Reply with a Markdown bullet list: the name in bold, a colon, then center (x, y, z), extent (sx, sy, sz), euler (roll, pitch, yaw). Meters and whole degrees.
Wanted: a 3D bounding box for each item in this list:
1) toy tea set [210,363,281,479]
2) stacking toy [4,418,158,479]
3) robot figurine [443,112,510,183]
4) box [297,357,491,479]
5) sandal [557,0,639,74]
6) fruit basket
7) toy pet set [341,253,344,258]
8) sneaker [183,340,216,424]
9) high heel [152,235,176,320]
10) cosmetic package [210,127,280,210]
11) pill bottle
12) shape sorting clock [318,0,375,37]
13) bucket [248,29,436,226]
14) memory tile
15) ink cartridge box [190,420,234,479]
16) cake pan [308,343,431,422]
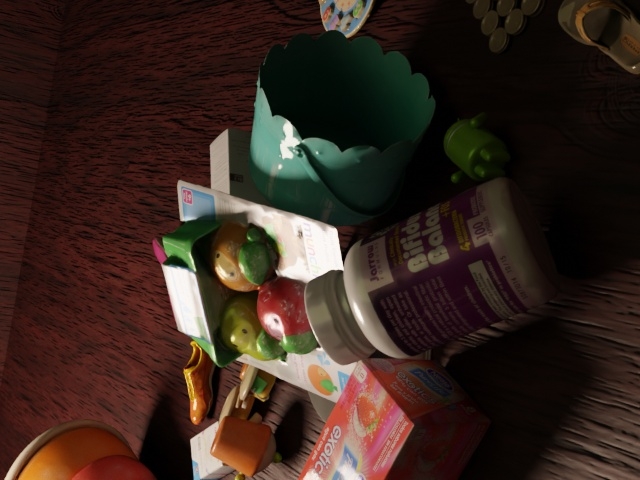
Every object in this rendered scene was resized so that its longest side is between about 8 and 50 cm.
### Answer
- **toy tea set**: center (-0.085, 0.269, 1.742), extent (0.200, 0.124, 0.336), euler (-76, 11, -60)
- **stacking toy**: center (-0.396, 0.582, 1.999), extent (0.479, 0.350, 0.351), euler (8, 89, 41)
- **robot figurine**: center (0.217, -0.127, 1.378), extent (0.115, 0.067, 0.101), euler (52, 137, 50)
- **box**: center (0.087, 0.324, 1.381), extent (0.142, 0.154, 0.300), euler (48, 122, 44)
- **sandal**: center (0.352, -0.266, 1.220), extent (0.072, 0.049, 0.180), euler (-63, 36, 26)
- **fruit basket**: center (-0.089, 0.090, 1.503), extent (0.353, 0.165, 0.327), euler (22, 131, 45)
- **toy pet set**: center (0.000, 0.000, 1.714), extent (0.122, 0.065, 0.114), euler (17, 131, 60)
- **sneaker**: center (-0.253, 0.287, 2.005), extent (0.064, 0.067, 0.175), euler (-3, 81, 55)
- **high heel**: center (-0.325, 0.088, 2.158), extent (0.244, 0.082, 0.117), euler (42, 107, 39)
- **cosmetic package**: center (-0.143, -0.089, 1.885), extent (0.085, 0.117, 0.231), euler (-33, 56, 51)
- **pill bottle**: center (0.137, 0.051, 1.261), extent (0.301, 0.169, 0.169), euler (-25, 57, 20)
- **shape sorting clock**: center (0.051, -0.462, 1.749), extent (0.206, 0.040, 0.206), euler (-22, 64, 53)
- **bucket**: center (0.023, -0.167, 1.497), extent (0.183, 0.281, 0.281), euler (108, 151, -46)
- **memory tile**: center (0.264, -0.351, 1.415), extent (0.113, 0.012, 0.148), euler (-50, 43, 39)
- **ink cartridge box**: center (-0.200, 0.409, 1.903), extent (0.122, 0.052, 0.089), euler (-40, 50, 47)
- **cake pan**: center (0.063, 0.173, 1.553), extent (0.293, 0.054, 0.293), euler (-21, 64, 53)
